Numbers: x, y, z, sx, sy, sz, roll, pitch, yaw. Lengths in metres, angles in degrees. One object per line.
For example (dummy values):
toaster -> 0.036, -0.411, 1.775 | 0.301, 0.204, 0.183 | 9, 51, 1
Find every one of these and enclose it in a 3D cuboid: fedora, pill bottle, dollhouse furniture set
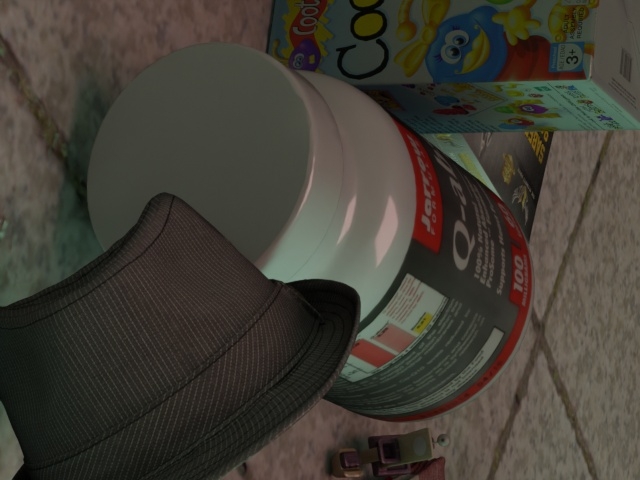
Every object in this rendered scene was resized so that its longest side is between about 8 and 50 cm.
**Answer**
fedora -> -0.106, 0.058, 1.116 | 0.124, 0.244, 0.275 | 57, 4, -9
pill bottle -> 0.000, 0.000, 1.418 | 0.363, 0.210, 0.210 | 30, 64, -60
dollhouse furniture set -> 0.060, 0.139, 1.673 | 0.091, 0.081, 0.114 | 2, 74, -40

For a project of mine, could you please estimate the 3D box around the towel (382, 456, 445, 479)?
towel -> 0.025, 0.336, 1.672 | 0.329, 0.037, 0.237 | -19, 110, -59

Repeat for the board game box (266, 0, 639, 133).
board game box -> 0.114, -0.170, 1.560 | 0.144, 0.275, 0.142 | 27, 67, -60

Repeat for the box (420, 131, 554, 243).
box -> 0.158, -0.131, 1.887 | 0.231, 0.056, 0.183 | 53, 45, -50
